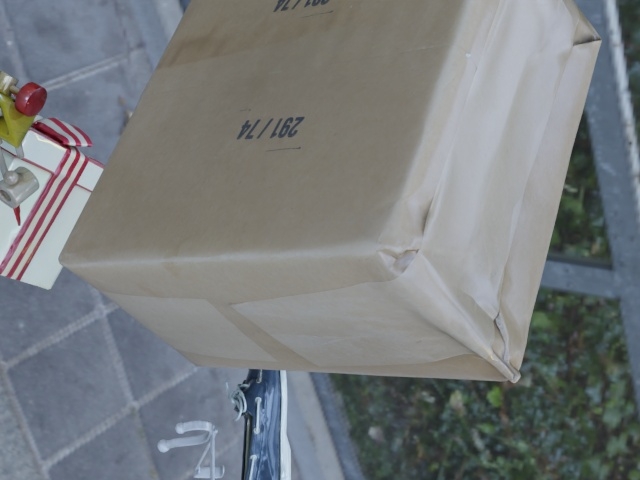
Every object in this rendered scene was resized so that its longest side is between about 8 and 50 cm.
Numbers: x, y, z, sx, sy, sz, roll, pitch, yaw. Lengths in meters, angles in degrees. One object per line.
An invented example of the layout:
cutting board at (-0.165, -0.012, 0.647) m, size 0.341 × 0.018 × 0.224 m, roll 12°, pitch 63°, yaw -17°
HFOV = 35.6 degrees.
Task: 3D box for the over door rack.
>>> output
over door rack at (-0.215, 0.457, 1.649) m, size 0.324 × 0.108 × 0.240 m, roll 96°, pitch -8°, yaw -63°

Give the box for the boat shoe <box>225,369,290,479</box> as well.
boat shoe at (-0.092, 0.245, 1.438) m, size 0.079 × 0.095 × 0.255 m, roll -2°, pitch 83°, yaw -13°

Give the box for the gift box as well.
gift box at (-0.505, -0.099, 1.605) m, size 0.258 × 0.255 × 0.276 m, roll -61°, pitch 157°, yaw 0°

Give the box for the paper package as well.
paper package at (0.011, -0.064, 0.751) m, size 0.168 × 0.324 × 0.309 m, roll 44°, pitch 55°, yaw -38°

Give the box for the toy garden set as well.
toy garden set at (-0.333, -0.100, 0.887) m, size 0.049 × 0.203 × 0.244 m, roll -50°, pitch 163°, yaw -37°
